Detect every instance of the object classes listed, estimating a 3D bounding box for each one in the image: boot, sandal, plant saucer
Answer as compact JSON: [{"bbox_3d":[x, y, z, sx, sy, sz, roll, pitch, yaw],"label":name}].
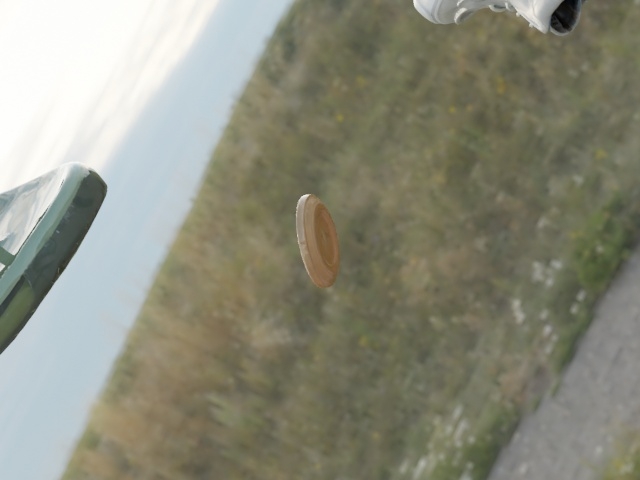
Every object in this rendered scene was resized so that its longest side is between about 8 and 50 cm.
[{"bbox_3d":[0.158,-0.209,1.306,0.095,0.123,0.258,-46,-5,-8],"label":"boot"},{"bbox_3d":[-0.225,0.013,0.701,0.303,0.086,0.120,-7,43,33],"label":"sandal"},{"bbox_3d":[0.000,0.000,1.370,0.083,0.013,0.083,-11,-90,-72],"label":"plant saucer"}]
